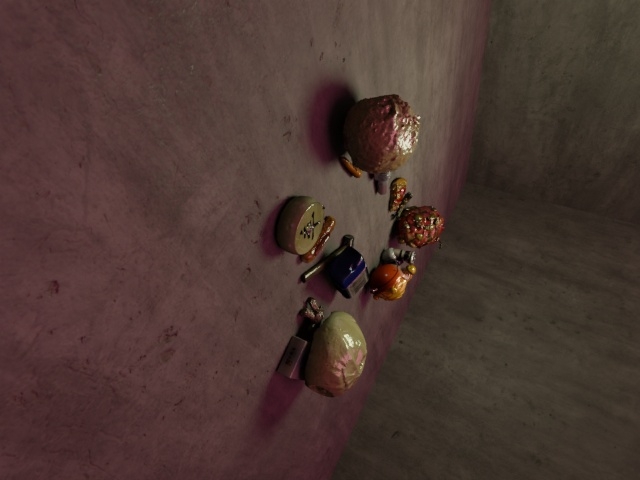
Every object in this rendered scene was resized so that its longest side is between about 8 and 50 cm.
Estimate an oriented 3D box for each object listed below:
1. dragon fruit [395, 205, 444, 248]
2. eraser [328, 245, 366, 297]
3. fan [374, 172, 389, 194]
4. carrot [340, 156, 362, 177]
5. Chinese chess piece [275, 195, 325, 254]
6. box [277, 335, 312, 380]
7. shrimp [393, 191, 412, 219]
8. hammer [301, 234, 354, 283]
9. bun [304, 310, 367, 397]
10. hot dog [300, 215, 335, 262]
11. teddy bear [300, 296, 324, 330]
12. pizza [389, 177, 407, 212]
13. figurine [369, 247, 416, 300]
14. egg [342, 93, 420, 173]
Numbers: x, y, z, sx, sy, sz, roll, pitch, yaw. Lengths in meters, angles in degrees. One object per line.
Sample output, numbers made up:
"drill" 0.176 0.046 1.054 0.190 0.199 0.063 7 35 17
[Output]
"dragon fruit" 0.572 -0.067 2.374 0.291 0.250 0.269 -32 130 -32
"eraser" 0.121 0.146 1.701 0.155 0.101 0.332 -48 159 -8
"fan" 0.281 -0.295 1.815 0.244 0.074 0.130 78 28 -57
"carrot" 0.115 -0.276 1.516 0.190 0.037 0.037 20 90 -64
"Chinese chess piece" -0.060 -0.047 1.269 0.188 0.083 0.188 -49 151 -40
"box" -0.078 0.489 1.651 0.155 0.067 0.243 -67 156 -13
"shrimp" 0.456 -0.191 2.235 0.152 0.046 0.219 -62 175 -16
"hammer" 0.032 0.084 1.620 0.365 0.043 0.111 -31 137 -51
"bun" 0.086 0.488 1.677 0.364 0.202 0.364 15 90 -70
"hot dog" 0.000 0.000 1.472 0.215 0.047 0.066 -55 154 -30
"teddy bear" -0.019 0.306 1.625 0.119 0.078 0.160 -59 153 -31
"pizza" 0.415 -0.236 2.143 0.188 0.062 0.198 -23 130 -56
"figurine" 0.391 0.202 2.262 0.320 0.196 0.323 -37 -156 52
"egg" 0.203 -0.359 1.362 0.310 0.279 0.279 -2 110 -75
